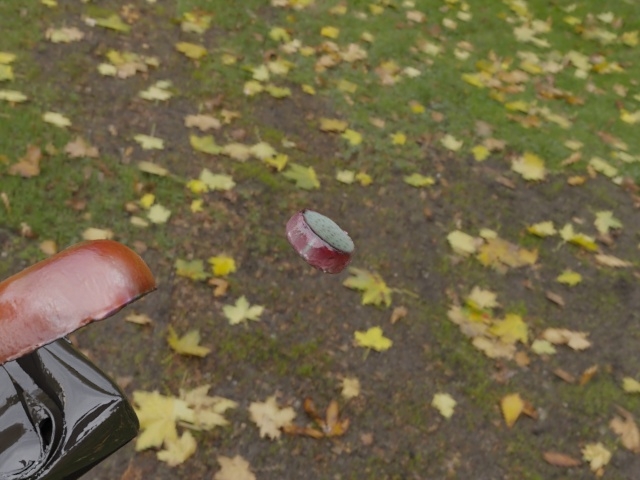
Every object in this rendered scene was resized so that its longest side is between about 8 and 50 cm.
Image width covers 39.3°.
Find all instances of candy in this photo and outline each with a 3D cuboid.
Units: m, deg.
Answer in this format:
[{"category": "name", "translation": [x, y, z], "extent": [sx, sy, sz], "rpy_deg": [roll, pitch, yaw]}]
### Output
[{"category": "candy", "translation": [0.000, 0.000, 1.224], "extent": [0.103, 0.043, 0.103], "rpy_deg": [33, 23, -16]}]

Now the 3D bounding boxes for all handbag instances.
[{"category": "handbag", "translation": [-0.421, 0.247, 1.200], "extent": [0.285, 0.114, 0.257], "rpy_deg": [-36, 51, -24]}]

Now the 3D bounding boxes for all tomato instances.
[{"category": "tomato", "translation": [-0.289, 0.065, 0.949], "extent": [0.225, 0.225, 0.085], "rpy_deg": [-35, 102, -54]}]
